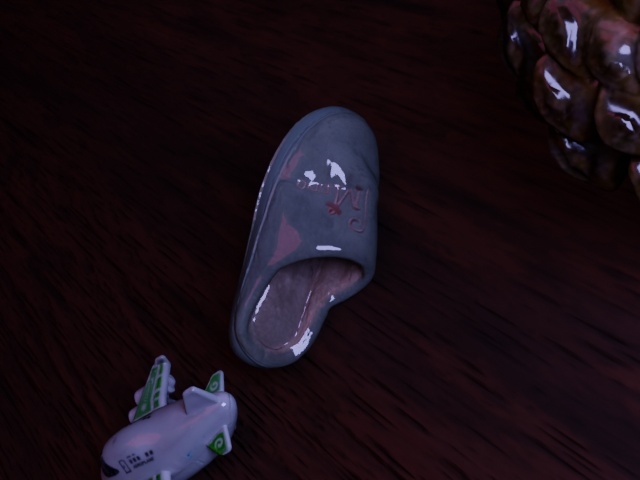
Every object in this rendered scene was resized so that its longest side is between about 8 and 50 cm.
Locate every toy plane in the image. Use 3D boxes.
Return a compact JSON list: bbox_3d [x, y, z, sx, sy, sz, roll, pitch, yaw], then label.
[{"bbox_3d":[-0.143,0.186,0.908,0.174,0.080,0.174,-26,50,35],"label":"toy plane"}]

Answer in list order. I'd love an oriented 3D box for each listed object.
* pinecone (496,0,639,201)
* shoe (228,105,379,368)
[{"bbox_3d":[0.257,-0.152,0.593,0.298,0.242,0.296,-44,33,18],"label":"pinecone"},{"bbox_3d":[0.000,0.000,0.867,0.100,0.103,0.251,14,82,49],"label":"shoe"}]
